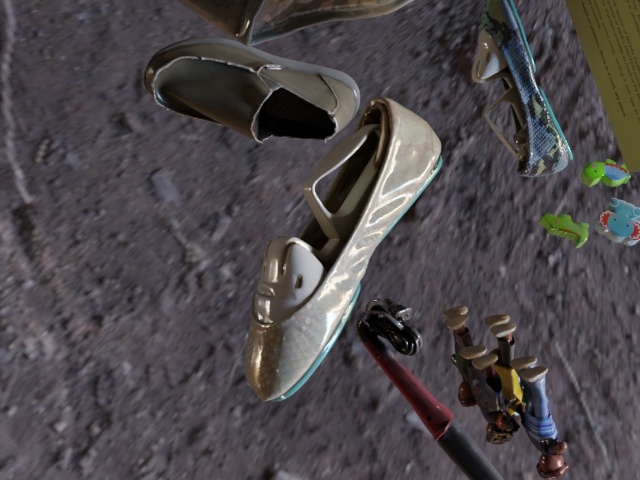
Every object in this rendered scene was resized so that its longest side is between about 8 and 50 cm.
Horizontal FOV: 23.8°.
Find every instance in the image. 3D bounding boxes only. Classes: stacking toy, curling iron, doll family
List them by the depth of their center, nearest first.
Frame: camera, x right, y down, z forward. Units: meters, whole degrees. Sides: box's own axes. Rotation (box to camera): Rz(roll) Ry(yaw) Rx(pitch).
[{"bbox_3d":[0.162,0.135,1.322,0.076,0.193,0.111,-11,113,-1],"label":"doll family"},{"bbox_3d":[0.118,0.170,1.450,0.274,0.035,0.068,57,146,14],"label":"curling iron"},{"bbox_3d":[0.362,-0.003,1.666,0.221,0.167,0.052,22,65,0],"label":"stacking toy"}]

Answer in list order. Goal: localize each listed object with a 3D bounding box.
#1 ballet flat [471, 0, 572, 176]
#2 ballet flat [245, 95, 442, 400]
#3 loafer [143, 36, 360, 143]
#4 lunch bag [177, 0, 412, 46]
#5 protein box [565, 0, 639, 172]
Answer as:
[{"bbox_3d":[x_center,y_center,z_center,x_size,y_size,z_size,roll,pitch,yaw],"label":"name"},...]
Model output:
[{"bbox_3d":[0.181,-0.147,1.452,0.070,0.070,0.188,-22,93,14],"label":"ballet flat"},{"bbox_3d":[0.000,0.000,0.760,0.052,0.057,0.168,43,68,-30],"label":"ballet flat"},{"bbox_3d":[-0.081,-0.167,1.735,0.251,0.087,0.094,7,125,2],"label":"loafer"},{"bbox_3d":[-0.037,-0.281,1.176,0.235,0.287,0.169,33,120,23],"label":"lunch bag"},{"bbox_3d":[0.276,-0.167,0.984,0.136,0.201,0.200,-25,98,-25],"label":"protein box"}]
